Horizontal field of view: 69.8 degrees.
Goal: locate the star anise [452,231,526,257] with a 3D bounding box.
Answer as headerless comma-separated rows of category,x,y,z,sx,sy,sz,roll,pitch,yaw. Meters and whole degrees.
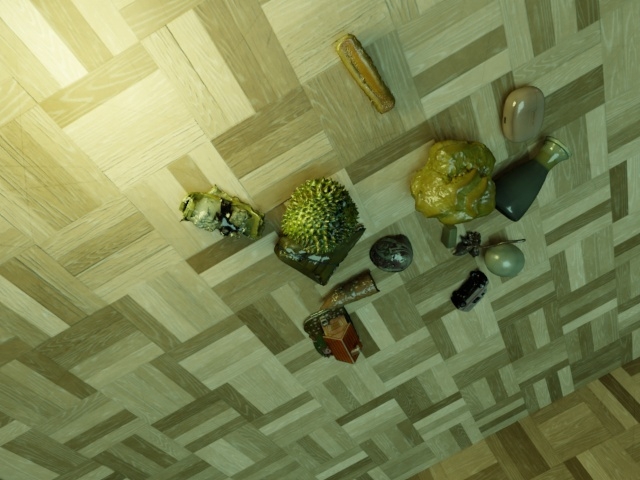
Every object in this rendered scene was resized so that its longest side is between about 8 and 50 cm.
star anise,0.695,0.037,1.901,0.218,0.227,0.148,-43,120,0

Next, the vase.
vase,0.801,-0.243,1.772,0.173,0.173,0.321,33,104,-33

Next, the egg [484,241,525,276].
egg,0.805,0.085,2.000,0.209,0.151,0.151,13,120,-42

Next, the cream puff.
cream puff,0.490,-0.208,1.623,0.323,0.274,0.270,-11,136,-15

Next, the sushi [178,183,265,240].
sushi,-0.319,-0.090,1.534,0.290,0.131,0.139,18,118,-18

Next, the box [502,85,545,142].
box,0.726,-0.449,1.642,0.145,0.088,0.200,-18,128,-6

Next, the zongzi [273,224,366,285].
zongzi,0.000,0.000,1.712,0.260,0.123,0.289,35,97,-31

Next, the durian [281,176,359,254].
durian,0.006,-0.085,1.567,0.291,0.224,0.291,2,87,-26

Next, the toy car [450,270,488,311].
toy car,0.701,0.235,2.111,0.108,0.089,0.210,21,117,-29

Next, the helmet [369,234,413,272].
helmet,0.298,0.069,1.855,0.176,0.107,0.153,-12,129,-10

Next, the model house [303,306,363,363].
model house,0.069,0.447,2.014,0.206,0.154,0.294,-26,128,-1

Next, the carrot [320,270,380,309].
carrot,0.116,0.228,1.915,0.263,0.102,0.102,-28,127,4

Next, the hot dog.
hot dog,0.145,-0.514,1.426,0.083,0.068,0.289,-21,136,27

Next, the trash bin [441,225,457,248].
trash bin,0.534,-0.022,1.895,0.042,0.061,0.092,-9,124,-11
